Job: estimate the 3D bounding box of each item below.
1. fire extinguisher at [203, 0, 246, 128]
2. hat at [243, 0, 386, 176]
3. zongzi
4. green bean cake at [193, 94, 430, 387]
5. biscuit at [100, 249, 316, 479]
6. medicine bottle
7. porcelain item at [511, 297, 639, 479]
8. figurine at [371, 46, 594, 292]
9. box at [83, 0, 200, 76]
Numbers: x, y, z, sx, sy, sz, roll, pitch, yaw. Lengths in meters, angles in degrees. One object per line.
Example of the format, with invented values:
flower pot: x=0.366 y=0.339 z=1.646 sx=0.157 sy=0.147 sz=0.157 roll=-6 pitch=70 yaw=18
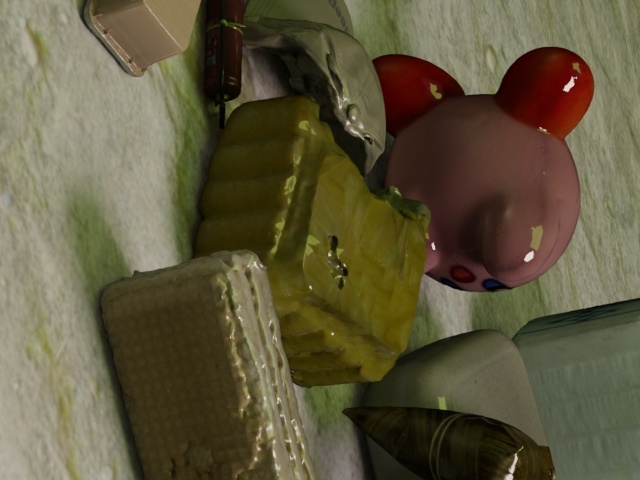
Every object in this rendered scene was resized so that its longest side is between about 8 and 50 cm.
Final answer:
fire extinguisher: x=-0.092 y=-0.178 z=1.531 sx=0.056 sy=0.039 sz=0.132 roll=96 pitch=-5 yaw=-66
hat: x=0.019 y=-0.192 z=1.653 sx=0.214 sy=0.149 sz=0.245 roll=57 pitch=45 yaw=-33
zongzi: x=0.134 y=0.208 z=1.578 sx=0.187 sy=0.184 sz=0.084 roll=30 pitch=79 yaw=-62
green bean cake: x=0.000 y=0.000 z=1.516 sx=0.236 sy=0.124 sz=0.233 roll=39 pitch=53 yaw=-44
biscuit: x=-0.065 y=0.223 z=1.308 sx=0.078 sy=0.144 sz=0.426 roll=-19 pitch=95 yaw=-61
medicine bottle: x=0.172 y=0.294 z=1.722 sx=0.282 sy=0.123 sz=0.375 roll=-19 pitch=95 yaw=-60
porcelain item: x=0.362 y=0.218 z=1.936 sx=0.157 sy=0.285 sz=0.282 roll=-18 pitch=93 yaw=-64
figurine: x=0.189 y=-0.065 z=1.799 sx=0.211 sy=0.269 sz=0.261 roll=30 pitch=62 yaw=-61
box: x=-0.152 y=-0.217 z=1.414 sx=0.089 sy=0.062 sz=0.122 roll=50 pitch=39 yaw=-40
